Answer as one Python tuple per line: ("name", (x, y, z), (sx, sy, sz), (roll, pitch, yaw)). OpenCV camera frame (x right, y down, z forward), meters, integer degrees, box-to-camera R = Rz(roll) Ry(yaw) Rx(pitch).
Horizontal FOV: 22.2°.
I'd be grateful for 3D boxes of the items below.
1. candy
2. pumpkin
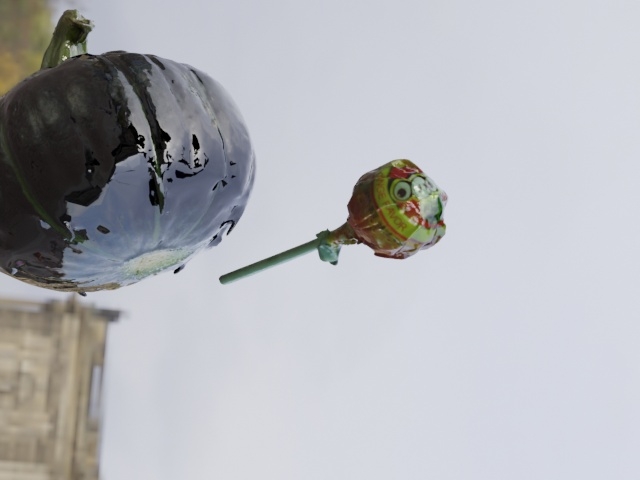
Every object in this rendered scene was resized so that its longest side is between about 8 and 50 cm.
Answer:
("candy", (0.000, 0.000, 1.049), (0.201, 0.060, 0.060), (-23, -121, 44))
("pumpkin", (-0.229, -0.089, 1.652), (0.296, 0.296, 0.295), (-174, -90, -73))
